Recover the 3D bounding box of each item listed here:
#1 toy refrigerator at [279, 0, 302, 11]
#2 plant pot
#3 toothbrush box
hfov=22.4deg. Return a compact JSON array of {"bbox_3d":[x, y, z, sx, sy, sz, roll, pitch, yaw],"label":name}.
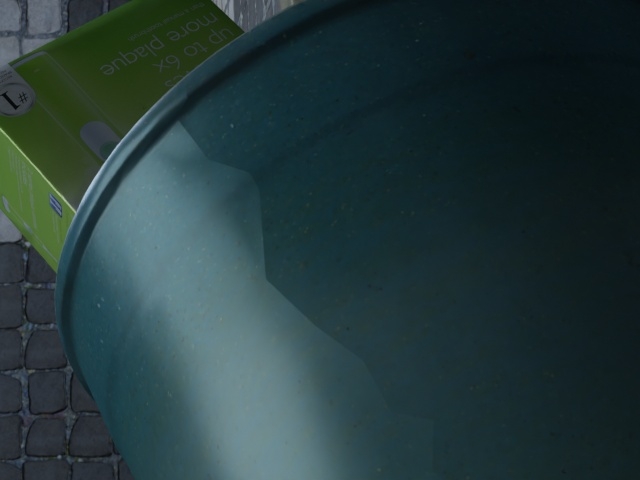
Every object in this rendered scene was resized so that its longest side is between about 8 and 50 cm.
[{"bbox_3d":[0.018,-0.194,1.322,0.102,0.094,0.269,89,174,-48],"label":"toy refrigerator"},{"bbox_3d":[0.072,0.084,0.561,0.272,0.271,0.255,100,152,-47],"label":"plant pot"},{"bbox_3d":[-0.099,-0.038,1.205,0.283,0.206,0.122,47,153,24],"label":"toothbrush box"}]
